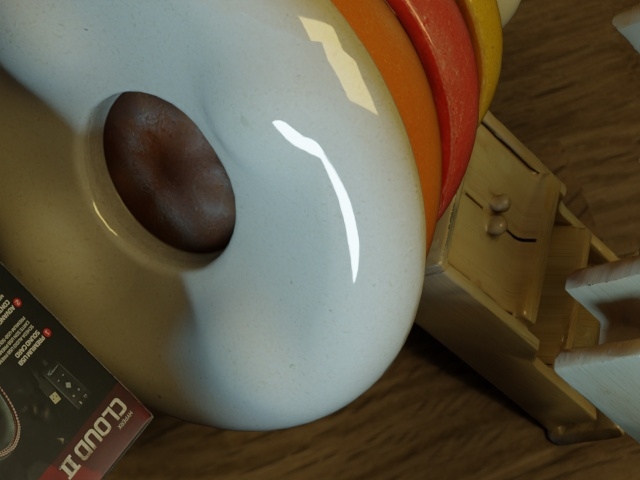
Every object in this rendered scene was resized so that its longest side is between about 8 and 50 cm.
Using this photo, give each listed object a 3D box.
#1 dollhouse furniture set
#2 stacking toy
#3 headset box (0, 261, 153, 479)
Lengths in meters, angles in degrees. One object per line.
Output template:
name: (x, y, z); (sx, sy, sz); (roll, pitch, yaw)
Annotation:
dollhouse furniture set: (0.275, -0.004, 1.178); (0.256, 0.394, 0.362); (39, 52, -35)
stacking toy: (0.017, -0.122, 1.116); (0.480, 0.350, 0.350); (-37, 95, -46)
headset box: (-0.250, 0.102, 0.885); (0.293, 0.110, 0.218); (46, 52, -12)
